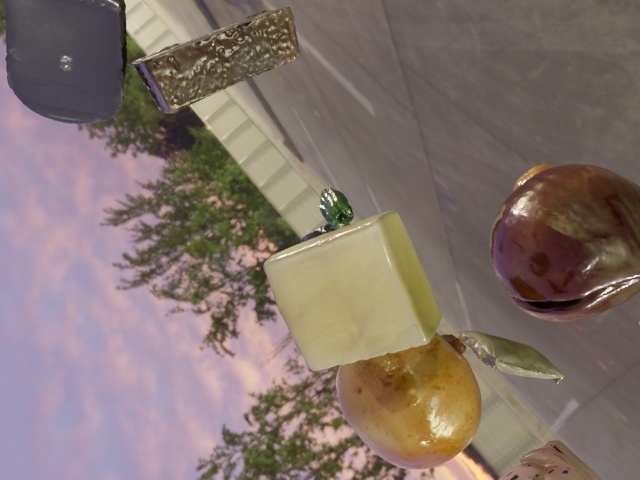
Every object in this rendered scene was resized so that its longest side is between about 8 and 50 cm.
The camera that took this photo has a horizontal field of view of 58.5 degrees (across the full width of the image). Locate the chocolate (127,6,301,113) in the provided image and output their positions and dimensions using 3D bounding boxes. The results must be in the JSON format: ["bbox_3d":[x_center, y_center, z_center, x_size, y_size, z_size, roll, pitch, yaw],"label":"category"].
[{"bbox_3d":[-0.197,-0.349,1.113,0.112,0.321,0.112,29,143,58],"label":"chocolate"}]

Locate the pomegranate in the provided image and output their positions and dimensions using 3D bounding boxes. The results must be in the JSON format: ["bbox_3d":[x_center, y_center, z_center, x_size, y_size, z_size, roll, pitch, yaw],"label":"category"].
[{"bbox_3d":[0.240,0.395,1.549,0.417,0.416,0.416,50,179,1],"label":"pomegranate"}]

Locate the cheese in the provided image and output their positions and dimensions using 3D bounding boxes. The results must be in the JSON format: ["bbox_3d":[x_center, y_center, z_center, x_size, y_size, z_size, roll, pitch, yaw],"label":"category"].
[{"bbox_3d":[0.058,0.097,1.077,0.243,0.265,0.124,64,-149,-9],"label":"cheese"}]

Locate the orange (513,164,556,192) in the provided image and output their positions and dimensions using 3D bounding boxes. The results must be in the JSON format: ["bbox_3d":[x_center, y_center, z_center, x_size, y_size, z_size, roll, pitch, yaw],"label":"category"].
[{"bbox_3d":[0.725,-0.165,1.883,0.155,0.177,0.177,62,179,0],"label":"orange"}]

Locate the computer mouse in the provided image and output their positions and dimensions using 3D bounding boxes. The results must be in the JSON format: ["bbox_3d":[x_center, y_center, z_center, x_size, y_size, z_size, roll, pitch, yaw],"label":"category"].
[{"bbox_3d":[-0.380,-0.293,0.871,0.295,0.168,0.087,123,149,-52],"label":"computer mouse"}]

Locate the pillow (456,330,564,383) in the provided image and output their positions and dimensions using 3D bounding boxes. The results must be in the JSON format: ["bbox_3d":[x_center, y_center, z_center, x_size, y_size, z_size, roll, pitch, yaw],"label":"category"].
[{"bbox_3d":[0.388,0.236,1.172,0.208,0.053,0.119,17,-162,-24],"label":"pillow"}]

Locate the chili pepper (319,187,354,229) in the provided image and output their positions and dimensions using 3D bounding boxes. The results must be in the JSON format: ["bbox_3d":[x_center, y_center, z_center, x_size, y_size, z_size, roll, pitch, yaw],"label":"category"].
[{"bbox_3d":[0.039,-0.085,1.427,0.100,0.074,0.257,61,-173,-17],"label":"chili pepper"}]

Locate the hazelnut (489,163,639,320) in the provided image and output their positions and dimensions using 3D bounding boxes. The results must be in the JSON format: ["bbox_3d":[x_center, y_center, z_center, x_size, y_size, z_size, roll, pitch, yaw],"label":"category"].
[{"bbox_3d":[0.647,-0.006,1.468,0.402,0.429,0.402,60,172,15],"label":"hazelnut"}]

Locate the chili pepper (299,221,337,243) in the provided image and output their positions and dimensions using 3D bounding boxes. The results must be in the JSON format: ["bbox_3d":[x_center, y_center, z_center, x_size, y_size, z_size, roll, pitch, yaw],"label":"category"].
[{"bbox_3d":[-0.002,0.000,1.860,0.061,0.224,0.098,3,-118,-43],"label":"chili pepper"}]

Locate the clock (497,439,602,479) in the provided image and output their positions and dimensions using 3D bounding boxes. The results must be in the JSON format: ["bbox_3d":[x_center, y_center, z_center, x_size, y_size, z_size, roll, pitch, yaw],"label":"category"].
[{"bbox_3d":[0.186,0.348,0.617,0.114,0.284,0.309,47,-171,33],"label":"clock"}]
